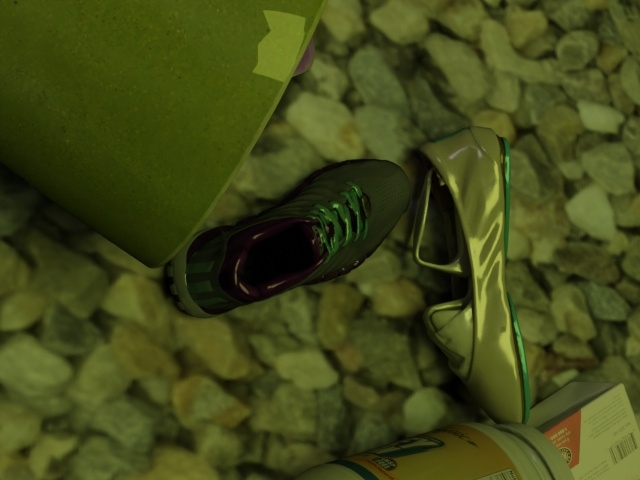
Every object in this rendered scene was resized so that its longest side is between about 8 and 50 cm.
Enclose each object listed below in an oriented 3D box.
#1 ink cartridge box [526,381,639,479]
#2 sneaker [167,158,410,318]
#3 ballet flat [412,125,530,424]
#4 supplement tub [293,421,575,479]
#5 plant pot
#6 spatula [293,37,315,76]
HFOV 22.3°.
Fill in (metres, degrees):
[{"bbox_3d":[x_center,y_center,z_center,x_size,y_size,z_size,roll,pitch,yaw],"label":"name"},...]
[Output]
[{"bbox_3d":[0.228,0.231,1.365,0.115,0.067,0.198,-27,101,-32],"label":"ink cartridge box"},{"bbox_3d":[0.000,0.000,1.200,0.223,0.098,0.083,-29,104,-32],"label":"sneaker"},{"bbox_3d":[0.115,0.034,1.300,0.086,0.086,0.248,-3,88,-35],"label":"ballet flat"},{"bbox_3d":[0.083,0.218,1.218,0.199,0.144,0.144,-12,94,-35],"label":"supplement tub"},{"bbox_3d":[-0.173,-0.169,1.018,0.293,0.275,0.275,28,72,-13],"label":"plant pot"},{"bbox_3d":[-0.076,-0.257,1.202,0.084,0.030,0.296,-26,102,-30],"label":"spatula"}]
